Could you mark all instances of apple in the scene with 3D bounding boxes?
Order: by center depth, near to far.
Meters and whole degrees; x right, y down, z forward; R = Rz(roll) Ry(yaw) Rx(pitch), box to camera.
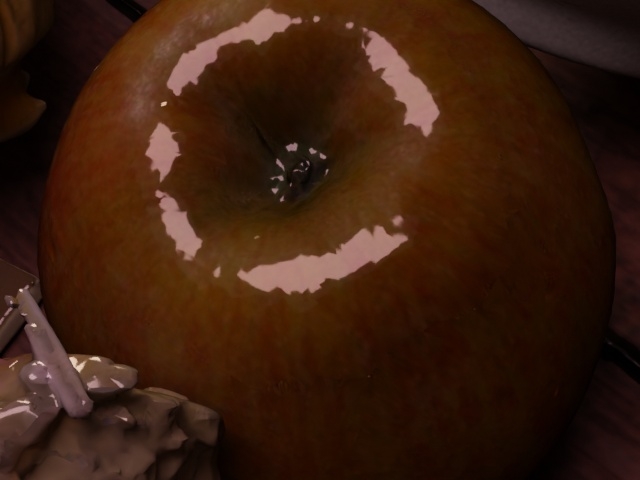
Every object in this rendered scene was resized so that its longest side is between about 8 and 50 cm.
[{"bbox_3d":[0.000,0.000,0.831,0.264,0.264,0.264,-7,58,11],"label":"apple"}]

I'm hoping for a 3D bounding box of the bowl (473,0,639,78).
[{"bbox_3d":[0.143,-0.199,0.906,0.435,0.435,0.196,33,115,29],"label":"bowl"}]

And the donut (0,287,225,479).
[{"bbox_3d":[-0.103,0.242,0.710,0.307,0.150,0.371,-37,69,26],"label":"donut"}]

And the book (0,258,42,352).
[{"bbox_3d":[-0.314,0.103,0.983,0.217,0.021,0.310,25,68,26],"label":"book"}]

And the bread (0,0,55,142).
[{"bbox_3d":[-0.303,-0.190,0.952,0.300,0.341,0.210,1,17,14],"label":"bread"}]
